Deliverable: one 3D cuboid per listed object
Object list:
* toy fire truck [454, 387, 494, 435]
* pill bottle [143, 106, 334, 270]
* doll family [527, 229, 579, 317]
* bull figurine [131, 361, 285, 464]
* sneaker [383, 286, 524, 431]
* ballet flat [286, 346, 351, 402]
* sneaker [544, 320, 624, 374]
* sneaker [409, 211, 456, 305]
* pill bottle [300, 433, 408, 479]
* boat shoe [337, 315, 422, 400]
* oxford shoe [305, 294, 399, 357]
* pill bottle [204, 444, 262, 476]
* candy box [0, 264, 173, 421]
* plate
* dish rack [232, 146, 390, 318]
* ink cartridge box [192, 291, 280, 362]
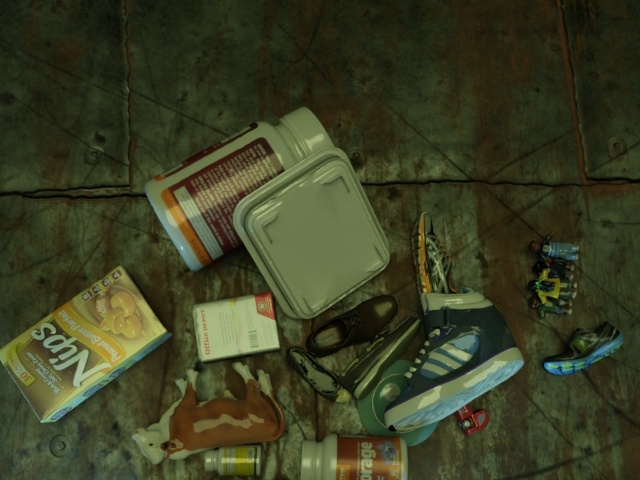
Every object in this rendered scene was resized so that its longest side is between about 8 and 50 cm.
[{"bbox_3d":[0.332,0.311,1.588,0.135,0.047,0.192,-24,80,-10],"label":"toy fire truck"},{"bbox_3d":[-0.162,-0.120,1.593,0.392,0.224,0.224,-30,79,-8],"label":"pill bottle"},{"bbox_3d":[0.517,0.076,1.643,0.111,0.076,0.193,7,71,5],"label":"doll family"},{"bbox_3d":[-0.231,0.362,1.518,0.310,0.101,0.189,-3,60,-7],"label":"bull figurine"},{"bbox_3d":[0.238,0.231,1.533,0.322,0.130,0.236,-29,58,0],"label":"sneaker"},{"bbox_3d":[-0.006,0.295,1.582,0.173,0.049,0.057,37,79,7],"label":"ballet flat"},{"bbox_3d":[0.575,0.238,1.613,0.188,0.067,0.078,-25,57,-6],"label":"sneaker"},{"bbox_3d":[0.253,0.041,1.641,0.083,0.084,0.215,-6,86,-5],"label":"sneaker"},{"bbox_3d":[0.067,0.463,1.506,0.216,0.121,0.121,3,76,-1],"label":"pill bottle"},{"bbox_3d":[0.131,0.241,1.582,0.068,0.081,0.228,35,66,25],"label":"boat shoe"},{"bbox_3d":[0.076,0.186,1.589,0.227,0.096,0.083,-30,77,-10],"label":"oxford shoe"},{"bbox_3d":[-0.182,0.461,1.529,0.116,0.065,0.065,2,76,-1],"label":"pill bottle"},{"bbox_3d":[-0.502,0.221,1.568,0.316,0.087,0.183,-36,80,-10],"label":"candy box"},{"bbox_3d":[0.174,0.354,1.586,0.188,0.024,0.188,0,77,-1],"label":"plate"},{"bbox_3d":[0.000,0.000,1.544,0.285,0.072,0.333,-33,120,-9],"label":"dish rack"},{"bbox_3d":[-0.182,0.191,1.591,0.175,0.072,0.128,-9,77,-4],"label":"ink cartridge box"}]
